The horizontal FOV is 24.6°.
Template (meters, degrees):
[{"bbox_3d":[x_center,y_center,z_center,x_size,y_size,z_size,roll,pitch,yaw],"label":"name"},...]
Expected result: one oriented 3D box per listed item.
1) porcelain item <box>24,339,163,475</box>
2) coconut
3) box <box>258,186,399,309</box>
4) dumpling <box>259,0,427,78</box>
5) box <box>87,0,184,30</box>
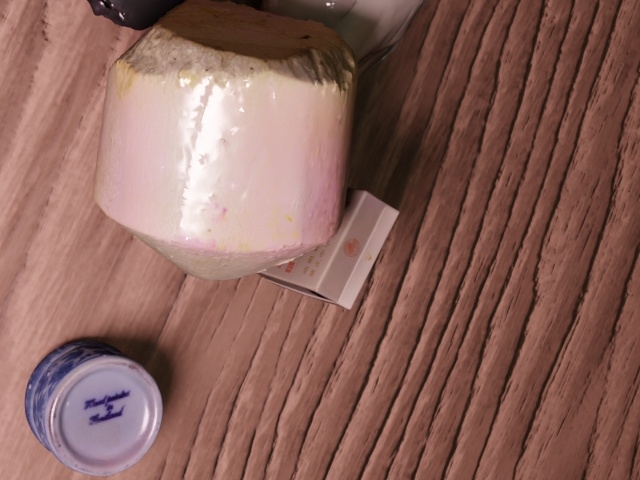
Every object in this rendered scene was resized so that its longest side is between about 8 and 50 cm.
[{"bbox_3d":[-0.272,0.197,1.746,0.147,0.114,0.147,-5,101,-28],"label":"porcelain item"},{"bbox_3d":[-0.108,-0.103,1.688,0.297,0.297,0.310,-3,117,-28],"label":"coconut"},{"bbox_3d":[0.000,0.000,1.814,0.058,0.201,0.141,30,81,-28],"label":"box"},{"bbox_3d":[0.059,-0.318,1.822,0.260,0.181,0.341,7,94,-47],"label":"dumpling"},{"bbox_3d":[-0.211,-0.466,1.703,0.350,0.091,0.359,-46,114,-16],"label":"box"}]
